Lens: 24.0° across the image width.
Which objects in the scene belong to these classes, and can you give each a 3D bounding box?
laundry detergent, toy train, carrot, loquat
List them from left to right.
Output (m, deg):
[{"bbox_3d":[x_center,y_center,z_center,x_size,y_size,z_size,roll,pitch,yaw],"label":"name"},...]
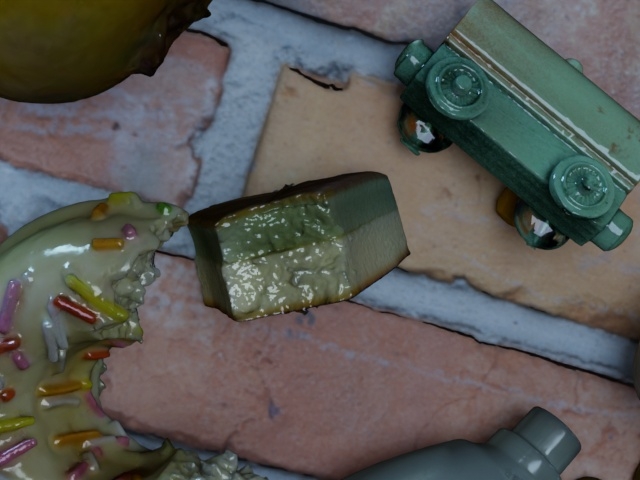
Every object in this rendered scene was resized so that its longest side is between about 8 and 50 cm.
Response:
[{"bbox_3d":[-0.238,-0.294,1.286,0.328,0.328,0.359,-44,83,-11],"label":"loquat"},{"bbox_3d":[0.093,0.313,1.482,0.398,0.125,0.264,-45,105,-12],"label":"laundry detergent"},{"bbox_3d":[0.210,-0.119,1.497,0.285,0.116,0.177,39,64,2],"label":"toy train"},{"bbox_3d":[0.243,-0.086,1.562,0.042,0.042,0.170,43,79,-12],"label":"carrot"}]

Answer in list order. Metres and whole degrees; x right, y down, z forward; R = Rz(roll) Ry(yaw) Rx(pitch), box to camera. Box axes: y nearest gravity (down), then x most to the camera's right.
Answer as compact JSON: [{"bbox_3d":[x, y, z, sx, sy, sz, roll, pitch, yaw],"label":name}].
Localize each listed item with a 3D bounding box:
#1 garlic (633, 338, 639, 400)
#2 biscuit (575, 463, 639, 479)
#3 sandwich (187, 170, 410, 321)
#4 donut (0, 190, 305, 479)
[{"bbox_3d":[0.382,0.111,1.558,0.207,0.115,0.128,-34,107,-27],"label":"garlic"},{"bbox_3d":[0.322,0.339,1.588,0.301,0.049,0.197,-46,104,-11],"label":"biscuit"},{"bbox_3d":[0.000,0.000,1.422,0.220,0.186,0.108,-14,97,-15],"label":"sandwich"},{"bbox_3d":[-0.204,0.160,1.343,0.307,0.150,0.371,-23,92,16],"label":"donut"}]
